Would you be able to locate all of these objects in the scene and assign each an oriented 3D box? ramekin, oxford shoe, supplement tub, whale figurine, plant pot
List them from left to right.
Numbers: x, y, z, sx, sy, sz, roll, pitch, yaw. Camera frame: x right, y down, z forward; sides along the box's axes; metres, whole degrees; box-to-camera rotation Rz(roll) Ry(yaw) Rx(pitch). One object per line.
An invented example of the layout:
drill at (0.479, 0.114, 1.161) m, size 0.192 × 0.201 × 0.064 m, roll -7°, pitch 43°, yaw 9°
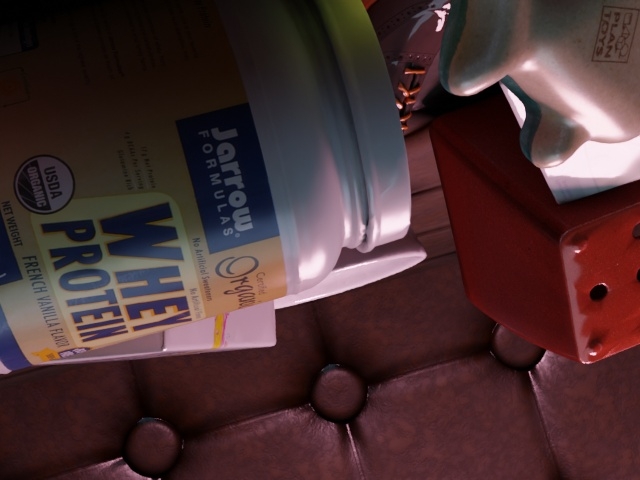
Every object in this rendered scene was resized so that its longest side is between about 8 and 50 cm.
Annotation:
supplement tub at (-0.116, -0.054, 0.819) m, size 0.316 × 0.228 × 0.228 m, roll -15°, pitch 171°, yaw -7°
ramekin at (0.000, 0.000, 1.697) m, size 0.277 × 0.135 × 0.277 m, roll -15°, pitch 172°, yaw -2°
oxford shoe at (0.058, -0.132, 0.966) m, size 0.097 × 0.098 × 0.271 m, roll -4°, pitch 149°, yaw -44°
whale figurine at (0.166, -0.163, 0.878) m, size 0.272 × 0.216 × 0.141 m, roll -9°, pitch -155°, yaw -43°
plant pot at (0.308, -0.021, 1.342) m, size 0.267 × 0.267 × 0.235 m, roll -21°, pitch -148°, yaw -7°

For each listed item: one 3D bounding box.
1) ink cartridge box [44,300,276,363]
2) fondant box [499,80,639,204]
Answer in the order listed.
ink cartridge box at (-0.185, 0.016, 1.146) m, size 0.198 × 0.197 × 0.270 m, roll -7°, pitch 174°, yaw 18°
fondant box at (0.338, -0.172, 1.094) m, size 0.330 × 0.096 × 0.238 m, roll -20°, pitch 148°, yaw 15°
